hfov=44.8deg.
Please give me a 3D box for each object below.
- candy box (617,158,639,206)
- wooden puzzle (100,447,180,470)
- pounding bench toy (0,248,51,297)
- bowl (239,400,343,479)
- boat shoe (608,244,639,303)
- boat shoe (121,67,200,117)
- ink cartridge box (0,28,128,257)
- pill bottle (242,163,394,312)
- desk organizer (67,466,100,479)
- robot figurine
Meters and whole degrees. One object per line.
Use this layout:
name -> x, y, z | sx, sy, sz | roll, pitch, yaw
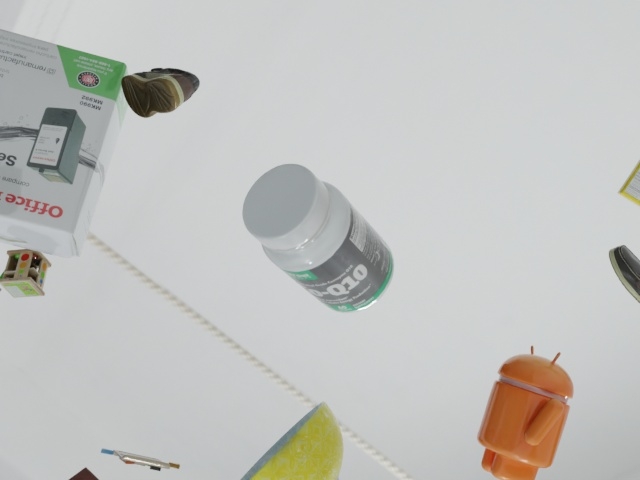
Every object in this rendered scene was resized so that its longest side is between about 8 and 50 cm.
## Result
candy box -> 0.608, -0.068, 1.277 | 0.105, 0.206, 0.027 | -57, 176, 3
wooden puzzle -> -0.243, 0.300, 1.054 | 0.078, 0.116, 0.014 | 150, -45, -67
pounding bench toy -> -0.477, 0.049, 1.221 | 0.052, 0.083, 0.065 | 73, 15, -56
bowl -> -0.044, 0.484, 1.583 | 0.289, 0.156, 0.289 | -44, 174, -6
boat shoe -> 0.640, 0.094, 1.476 | 0.080, 0.223, 0.073 | -10, 153, -45
boat shoe -> -0.194, -0.181, 0.941 | 0.049, 0.056, 0.152 | -28, -153, -29
ink cartridge box -> -0.425, -0.143, 1.160 | 0.121, 0.211, 0.289 | 125, -23, -68
pill bottle -> 0.000, 0.000, 1.644 | 0.204, 0.204, 0.361 | -51, 141, -4
desk organizer -> -0.401, 0.418, 1.210 | 0.130, 0.050, 0.047 | -33, 138, -38
robot figurine -> 0.331, 0.278, 1.248 | 0.158, 0.128, 0.219 | 28, 79, -59
